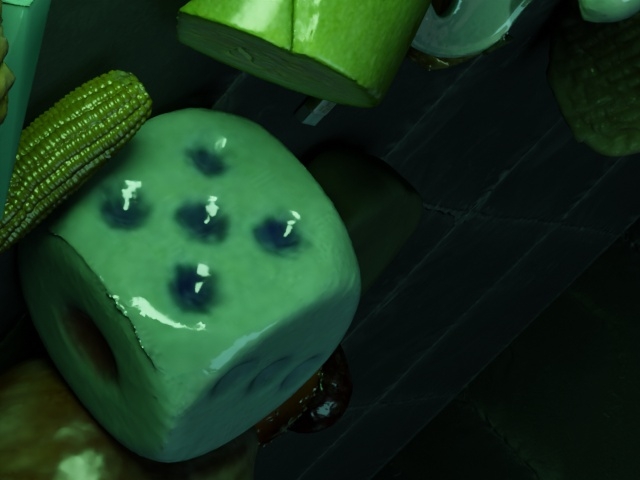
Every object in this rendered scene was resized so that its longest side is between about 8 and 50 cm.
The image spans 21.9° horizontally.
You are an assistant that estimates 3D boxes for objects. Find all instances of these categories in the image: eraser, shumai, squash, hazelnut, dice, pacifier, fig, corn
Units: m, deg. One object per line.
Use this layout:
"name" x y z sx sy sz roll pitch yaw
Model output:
"eraser" 0.009 -0.167 1.895 0.083 0.019 0.038 -47 162 17
"shumai" 0.488 -0.272 2.222 0.262 0.267 0.314 -20 159 -44
"squash" 0.024 -0.291 1.451 0.233 0.210 0.309 160 -50 -86
"hazelnut" -0.250 0.272 1.872 0.372 0.372 0.315 -38 150 -10
"dice" -0.135 0.046 1.706 0.262 0.265 0.268 -31 159 -28
"pacifier" 0.225 -0.311 1.629 0.343 0.269 0.288 -41 138 -10
"fig" -0.036 0.203 2.499 0.145 0.170 0.274 -24 179 -6
"corn" -0.252 -0.068 1.507 0.231 0.080 0.080 -41 162 -7

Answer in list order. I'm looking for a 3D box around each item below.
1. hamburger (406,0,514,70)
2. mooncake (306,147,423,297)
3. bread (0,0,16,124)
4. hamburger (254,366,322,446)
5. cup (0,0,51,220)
"hamburger" 0.164 -0.255 1.880 0.087 0.102 0.176 8 130 -51
"mooncake" 0.000 0.000 2.090 0.275 0.135 0.275 -39 161 -16
"bread" -0.328 -0.097 1.070 0.274 0.149 0.274 -9 138 -8
"hamburger" -0.101 0.191 2.266 0.246 0.170 0.246 -36 164 -12
"cup" -0.283 -0.126 1.238 0.148 0.134 0.236 -29 155 -42
